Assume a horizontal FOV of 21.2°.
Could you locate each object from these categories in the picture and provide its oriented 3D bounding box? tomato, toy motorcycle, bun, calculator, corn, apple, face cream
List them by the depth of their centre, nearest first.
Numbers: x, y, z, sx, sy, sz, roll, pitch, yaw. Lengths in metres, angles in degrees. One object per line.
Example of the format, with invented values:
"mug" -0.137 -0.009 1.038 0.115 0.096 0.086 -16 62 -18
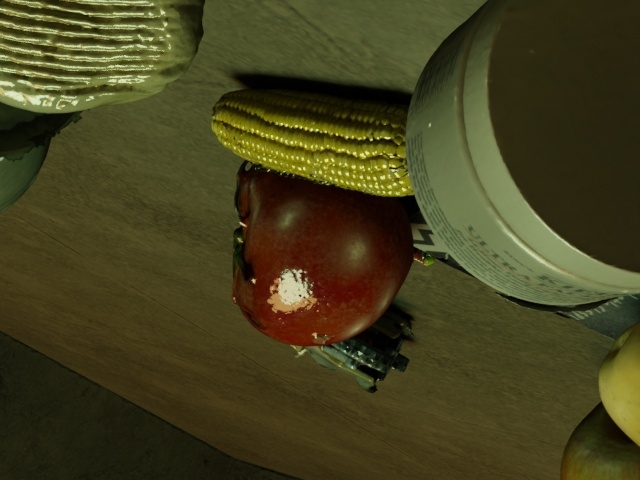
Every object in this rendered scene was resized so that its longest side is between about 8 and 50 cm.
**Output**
"face cream" 0.144 -0.058 0.878 0.177 0.177 0.153 25 167 -8
"bun" -0.157 -0.162 1.094 0.173 0.166 0.113 34 -153 -14
"corn" 0.002 -0.076 1.276 0.203 0.072 0.072 13 163 38
"tomato" 0.000 0.000 1.411 0.167 0.167 0.167 22 166 5
"calculator" 0.196 0.027 1.446 0.274 0.028 0.166 24 163 -13
"apple" 0.336 0.233 1.640 0.211 0.211 0.188 10 133 42
"toy motorcycle" 0.032 0.106 1.902 0.130 0.094 0.229 25 180 10

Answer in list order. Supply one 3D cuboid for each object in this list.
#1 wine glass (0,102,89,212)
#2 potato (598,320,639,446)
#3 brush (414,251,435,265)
"wine glass" -0.289 -0.116 1.361 0.190 0.190 0.357 26 161 -14
"potato" 0.335 0.135 1.397 0.234 0.150 0.146 23 -158 -33
"brush" 0.067 0.001 1.567 0.083 0.018 0.021 24 157 3
